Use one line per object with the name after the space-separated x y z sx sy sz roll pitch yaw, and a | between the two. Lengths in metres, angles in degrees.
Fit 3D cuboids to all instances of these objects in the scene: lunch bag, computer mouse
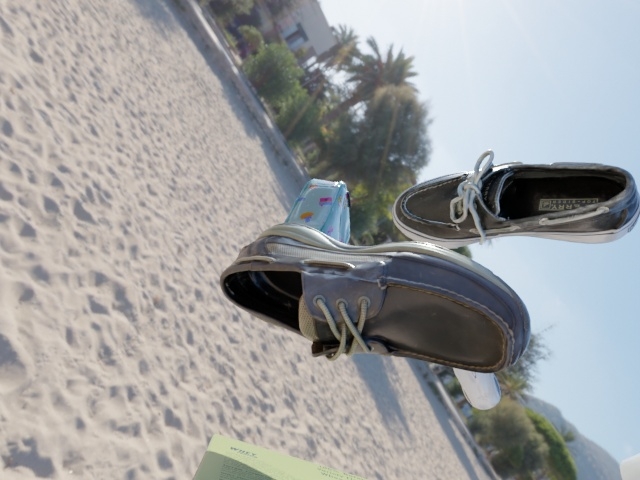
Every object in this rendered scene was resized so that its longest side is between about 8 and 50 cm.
0.000 0.000 1.107 0.279 0.107 0.224 -65 154 -46 | lunch bag
0.285 0.229 0.880 0.193 0.105 0.042 68 13 8 | computer mouse

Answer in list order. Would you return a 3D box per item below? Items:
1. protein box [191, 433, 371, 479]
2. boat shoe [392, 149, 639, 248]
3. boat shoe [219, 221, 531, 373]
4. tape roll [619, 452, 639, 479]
-0.035 0.290 0.422 0.199 0.136 0.201 18 -14 -4 | protein box
0.218 -0.049 0.587 0.306 0.113 0.105 8 -14 39 | boat shoe
0.030 0.076 0.500 0.355 0.130 0.133 10 -58 40 | boat shoe
0.581 0.400 0.650 0.246 0.169 0.246 36 29 -24 | tape roll
